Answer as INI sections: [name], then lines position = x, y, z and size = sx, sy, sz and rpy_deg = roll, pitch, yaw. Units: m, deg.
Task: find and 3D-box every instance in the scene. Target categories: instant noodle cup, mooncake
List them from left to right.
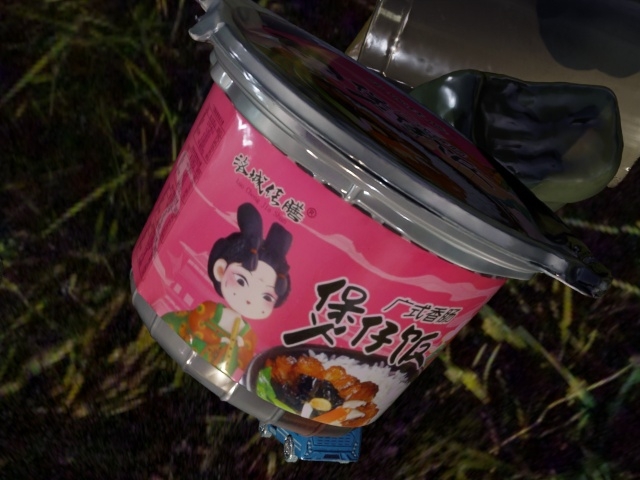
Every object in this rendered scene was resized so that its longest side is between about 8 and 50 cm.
[instant noodle cup]
position = 0.000, 0.000, 0.653
size = 0.302, 0.258, 0.182
rpy_deg = 43, 108, 25
[mooncake]
position = 0.145, -0.074, 0.829
size = 0.175, 0.168, 0.104
rpy_deg = -7, 73, 7

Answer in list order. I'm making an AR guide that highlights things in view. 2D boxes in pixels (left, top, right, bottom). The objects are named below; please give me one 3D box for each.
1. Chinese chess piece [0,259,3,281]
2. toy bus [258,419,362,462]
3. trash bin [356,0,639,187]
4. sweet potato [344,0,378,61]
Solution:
[Chinese chess piece]
position = -0.487, 0.059, 1.532
size = 0.034, 0.084, 0.084
rpy_deg = 20, 68, 0
[toy bus]
position = -0.020, 0.296, 1.836
size = 0.113, 0.246, 0.134
rpy_deg = 6, 96, -22
[trash bin]
position = 0.202, -0.191, 1.092
size = 0.301, 0.203, 0.252
rpy_deg = 20, 68, 0
[sweet potato]
position = 0.148, -0.359, 1.784
size = 0.157, 0.158, 0.370
rpy_deg = 31, 98, 6
